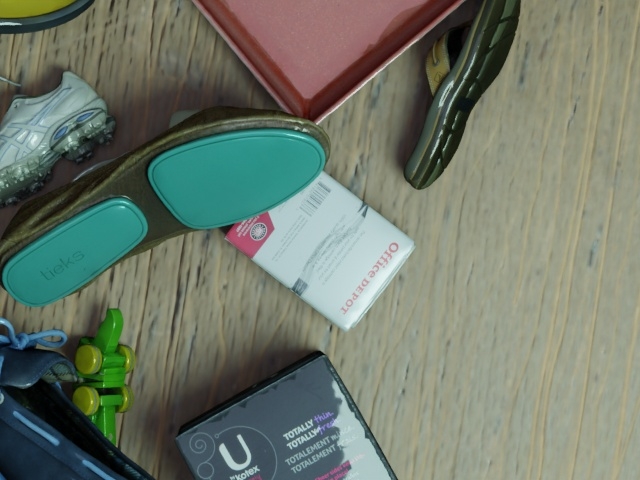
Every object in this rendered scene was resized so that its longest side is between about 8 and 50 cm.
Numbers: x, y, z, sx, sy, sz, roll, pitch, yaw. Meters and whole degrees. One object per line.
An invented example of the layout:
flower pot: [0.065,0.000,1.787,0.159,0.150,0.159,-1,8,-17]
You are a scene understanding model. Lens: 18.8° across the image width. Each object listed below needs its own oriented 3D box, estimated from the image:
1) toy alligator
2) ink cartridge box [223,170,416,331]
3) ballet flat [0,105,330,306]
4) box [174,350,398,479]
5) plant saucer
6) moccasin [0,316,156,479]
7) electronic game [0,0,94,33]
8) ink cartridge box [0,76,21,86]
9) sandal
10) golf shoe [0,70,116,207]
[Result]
toy alligator: [-0.217,0.158,1.854,0.051,0.056,0.190,5,92,41]
ink cartridge box: [0.000,0.000,1.847,0.150,0.063,0.109,38,89,-1]
ballet flat: [-0.155,-0.053,1.813,0.342,0.124,0.116,-28,125,11]
box: [-0.002,0.258,1.809,0.165,0.143,0.270,-28,90,-2]
plant saucer: [0.000,-0.281,1.854,0.258,0.048,0.259,-40,90,0]
moccasin: [-0.265,0.145,1.791,0.342,0.137,0.117,45,111,12]
electronic game: [-0.310,-0.272,1.787,0.229,0.048,0.229,11,46,-11]
ink cartridge box: [-0.363,-0.206,1.820,0.181,0.104,0.062,21,91,-2]
sandal: [0.125,-0.155,1.850,0.060,0.090,0.219,28,97,21]
golf shoe: [-0.286,-0.093,1.853,0.176,0.069,0.086,-31,71,-3]
